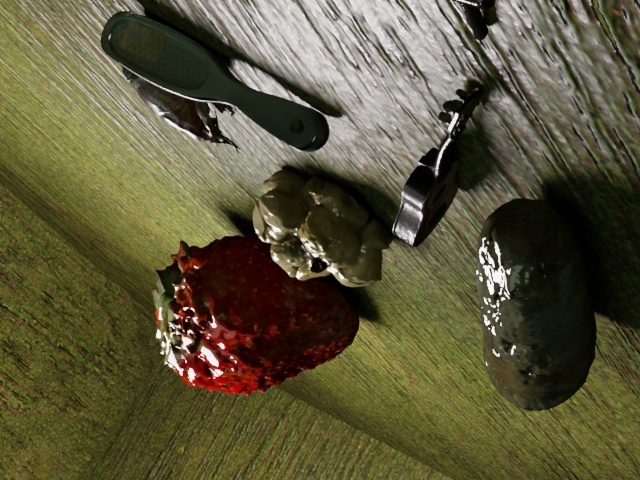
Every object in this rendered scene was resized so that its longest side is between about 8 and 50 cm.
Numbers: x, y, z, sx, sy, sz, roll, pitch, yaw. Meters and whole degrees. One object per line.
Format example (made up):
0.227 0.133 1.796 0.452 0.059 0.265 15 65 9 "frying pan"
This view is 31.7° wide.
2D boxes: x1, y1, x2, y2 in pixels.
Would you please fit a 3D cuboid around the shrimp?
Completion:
-0.169 -0.174 1.393 0.190 0.073 0.075 41 169 -7 "shrimp"

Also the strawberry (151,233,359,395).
-0.097 0.129 1.887 0.351 0.267 0.312 14 168 -24 "strawberry"

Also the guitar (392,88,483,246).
0.115 -0.076 1.104 0.038 0.084 0.271 33 159 12 "guitar"

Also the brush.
-0.117 -0.178 1.302 0.296 0.068 0.060 29 -176 11 "brush"

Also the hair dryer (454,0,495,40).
0.116 -0.176 0.859 0.047 0.026 0.083 27 167 29 "hair dryer"

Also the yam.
0.225 0.065 1.201 0.133 0.133 0.330 26 159 27 "yam"

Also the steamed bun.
0.000 0.000 1.505 0.177 0.106 0.192 22 163 43 "steamed bun"
